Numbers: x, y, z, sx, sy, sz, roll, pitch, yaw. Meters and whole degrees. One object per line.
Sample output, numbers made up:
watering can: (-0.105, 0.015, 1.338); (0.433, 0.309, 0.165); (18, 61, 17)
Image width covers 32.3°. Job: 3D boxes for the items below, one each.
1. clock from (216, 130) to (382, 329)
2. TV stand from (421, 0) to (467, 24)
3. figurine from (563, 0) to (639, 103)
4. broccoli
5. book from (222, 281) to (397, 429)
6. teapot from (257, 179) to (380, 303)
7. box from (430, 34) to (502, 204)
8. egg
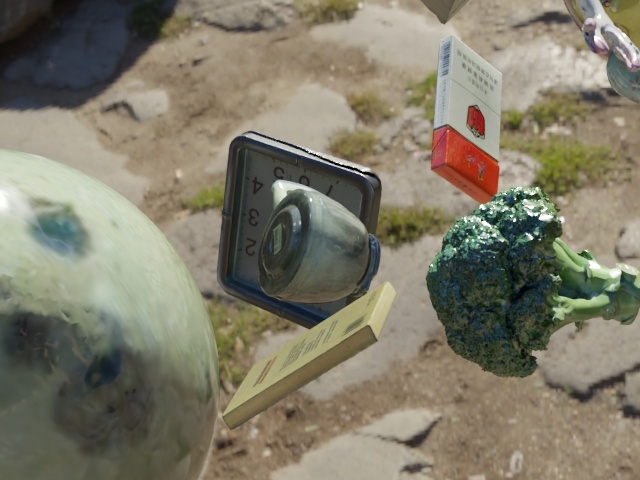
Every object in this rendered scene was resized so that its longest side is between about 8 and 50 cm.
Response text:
clock: (-0.035, -0.011, 1.702); (0.273, 0.278, 0.049); (22, 26, 30)
TV stand: (0.150, -0.323, 1.264); (0.088, 0.269, 0.083); (44, 94, 1)
figurine: (0.315, -0.242, 1.005); (0.206, 0.316, 0.284); (-40, 50, 13)
broccoli: (0.270, 0.050, 1.415); (0.270, 0.270, 0.270); (6, 42, -1)
book: (-0.012, 0.143, 1.392); (0.231, 0.026, 0.161); (-33, 9, 20)
teapot: (-0.003, 0.010, 1.104); (0.108, 0.111, 0.149); (19, 4, -25)
box: (0.233, -0.191, 1.747); (0.035, 0.139, 0.245); (-19, 52, 40)
egg: (-0.246, 0.105, 0.833); (0.345, 0.428, 0.345); (4, 68, -9)
